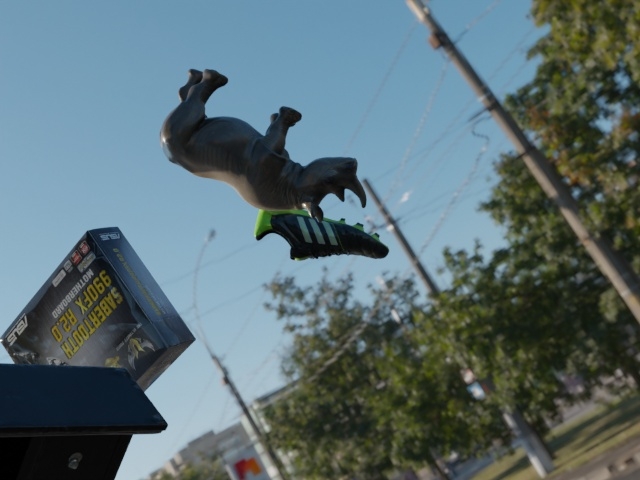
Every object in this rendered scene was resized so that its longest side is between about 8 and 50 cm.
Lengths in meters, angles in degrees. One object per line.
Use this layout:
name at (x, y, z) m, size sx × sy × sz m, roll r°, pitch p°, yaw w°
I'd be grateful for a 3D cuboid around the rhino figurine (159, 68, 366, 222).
rhino figurine at (-0.060, -0.090, 0.968) m, size 0.106 × 0.243 × 0.073 m, roll -62°, pitch -8°, yaw -5°

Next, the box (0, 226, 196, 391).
box at (-0.286, 0.124, 1.153) m, size 0.231 × 0.183 × 0.056 m, roll -44°, pitch -17°, yaw 27°

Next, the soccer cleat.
soccer cleat at (0.000, 0.000, 1.201) m, size 0.060 × 0.179 × 0.072 m, roll 92°, pitch -161°, yaw -77°

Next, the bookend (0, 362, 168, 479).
bookend at (-0.208, 0.165, 0.607) m, size 0.156 × 0.072 × 0.157 m, roll 11°, pitch -69°, yaw -43°
